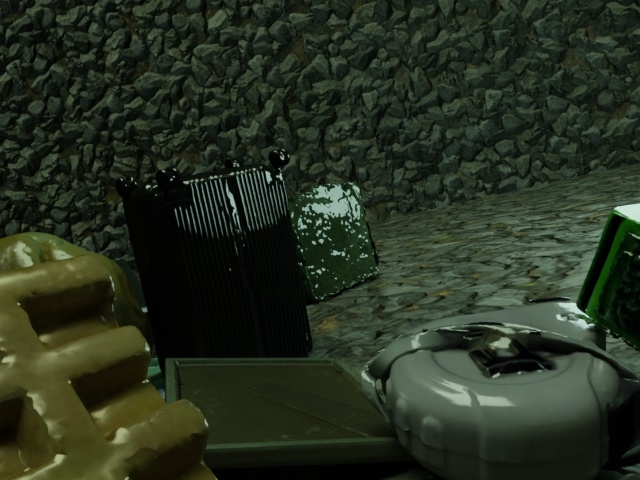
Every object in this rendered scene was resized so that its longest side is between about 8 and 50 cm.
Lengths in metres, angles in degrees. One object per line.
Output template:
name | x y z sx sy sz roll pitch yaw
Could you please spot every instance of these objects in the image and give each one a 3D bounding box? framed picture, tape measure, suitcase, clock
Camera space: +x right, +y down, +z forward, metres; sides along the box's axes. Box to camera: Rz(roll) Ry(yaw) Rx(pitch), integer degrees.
framed picture | -0.050 0.177 0.685 0.247 0.022 0.335 3 2 -15
tape measure | 0.159 0.131 0.525 0.236 0.120 0.197 -7 15 -4
suitcase | -0.148 0.047 0.927 0.229 0.335 0.152 -18 13 -42
clock | -0.291 0.224 0.987 0.135 0.041 0.101 -8 8 45

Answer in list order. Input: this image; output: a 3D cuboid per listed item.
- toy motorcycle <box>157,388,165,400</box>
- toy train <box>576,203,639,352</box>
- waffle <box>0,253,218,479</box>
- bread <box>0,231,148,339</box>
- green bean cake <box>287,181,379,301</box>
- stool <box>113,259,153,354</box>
toy motorcycle | -0.216 0.223 0.739 0.205 0.076 0.114 -15 14 -9
toy train | 0.353 0.051 0.495 0.188 0.133 0.243 -9 30 -32
waffle | -0.185 0.157 0.302 0.304 0.078 0.348 -14 49 -47
bread | -0.408 0.146 0.807 0.341 0.301 0.210 -9 8 -3
green bean cake | 0.000 0.000 1.426 0.241 0.255 0.132 -23 8 -34
stool | -0.422 0.151 1.133 0.232 0.232 0.141 -9 7 31
